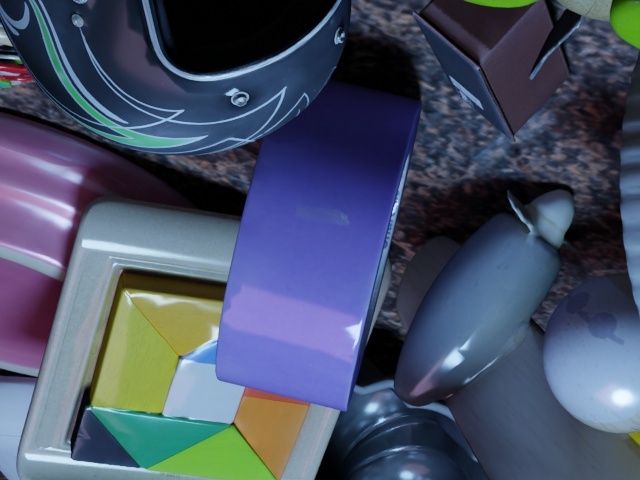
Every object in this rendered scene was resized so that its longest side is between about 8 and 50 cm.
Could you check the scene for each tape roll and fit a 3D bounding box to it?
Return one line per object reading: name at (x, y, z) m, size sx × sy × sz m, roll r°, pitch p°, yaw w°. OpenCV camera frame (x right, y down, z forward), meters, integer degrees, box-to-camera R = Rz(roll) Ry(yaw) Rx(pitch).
tape roll at (0.000, 0.000, 1.074) m, size 0.080 × 0.189 × 0.189 m, roll 14°, pitch 155°, yaw 3°

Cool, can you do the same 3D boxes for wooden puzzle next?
wooden puzzle at (-0.083, 0.094, 1.282) m, size 0.221 × 0.044 × 0.239 m, roll 9°, pitch 119°, yaw -16°

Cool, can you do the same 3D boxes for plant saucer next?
plant saucer at (-0.230, 0.017, 1.361) m, size 0.332 × 0.084 × 0.332 m, roll 13°, pitch 155°, yaw 6°

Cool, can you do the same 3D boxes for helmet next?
helmet at (-0.071, -0.120, 0.902) m, size 0.169 × 0.169 × 0.161 m, roll -14°, pitch 126°, yaw 46°

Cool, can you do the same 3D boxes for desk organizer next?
desk organizer at (0.094, -0.102, 0.972) m, size 0.047 × 0.050 × 0.130 m, roll 43°, pitch 179°, yaw 19°

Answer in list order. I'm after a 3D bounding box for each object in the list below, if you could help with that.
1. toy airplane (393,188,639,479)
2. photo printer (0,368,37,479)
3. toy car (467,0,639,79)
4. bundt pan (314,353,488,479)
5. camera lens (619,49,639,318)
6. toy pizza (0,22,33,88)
toy airplane at (0.170, 0.134, 1.047) m, size 0.386 × 0.384 × 0.272 m, roll 1°, pitch 138°, yaw 28°
photo printer at (-0.167, 0.185, 1.639) m, size 0.256 × 0.107 × 0.307 m, roll 6°, pitch 153°, yaw 16°
toy car at (0.112, -0.145, 0.782) m, size 0.149 × 0.155 × 0.188 m, roll 16°, pitch 167°, yaw -1°
bundt pan at (-0.019, 0.223, 1.465) m, size 0.331 × 0.331 × 0.124 m, roll 27°, pitch -164°, yaw -24°
camera lens at (0.299, -0.025, 0.819) m, size 0.274 × 0.219 × 0.219 m, roll -2°, pitch 149°, yaw 33°
toy pizza at (-0.228, -0.113, 1.060) m, size 0.201 × 0.032 × 0.201 m, roll 7°, pitch 179°, yaw 0°
